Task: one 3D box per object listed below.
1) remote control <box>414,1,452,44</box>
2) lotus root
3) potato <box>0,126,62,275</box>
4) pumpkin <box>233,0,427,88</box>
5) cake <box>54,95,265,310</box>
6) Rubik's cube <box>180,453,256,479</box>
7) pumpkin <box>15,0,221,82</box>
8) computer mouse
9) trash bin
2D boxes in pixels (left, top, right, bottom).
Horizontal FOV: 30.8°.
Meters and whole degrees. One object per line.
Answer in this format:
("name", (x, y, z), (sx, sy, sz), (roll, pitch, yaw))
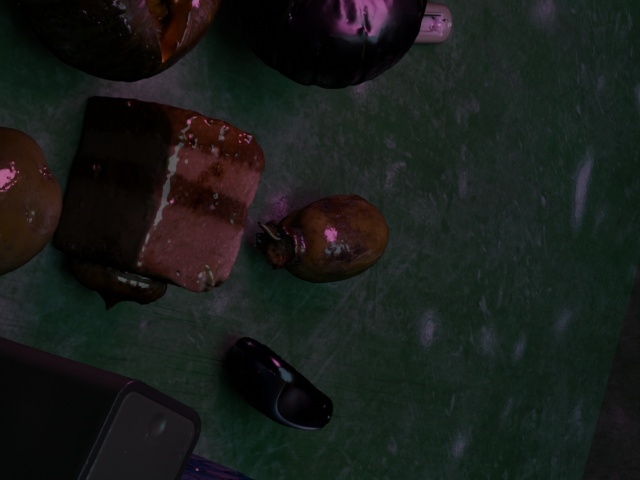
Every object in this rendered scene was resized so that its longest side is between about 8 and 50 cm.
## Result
("remote control", (0.174, -0.399, 2.128), (0.221, 0.042, 0.078), (-11, 110, -51))
("lotus root", (0.000, 0.002, 1.930), (0.278, 0.154, 0.154), (-8, 107, -48))
("potato", (-0.421, -0.030, 1.366), (0.251, 0.159, 0.174), (-32, 101, -34))
("pumpkin", (0.009, -0.348, 1.755), (0.296, 0.295, 0.296), (-20, 116, -48))
("cake", (-0.228, -0.037, 1.586), (0.196, 0.198, 0.293), (21, 85, -56))
("Rubik's cube", (-0.280, 0.421, 1.575), (0.292, 0.286, 0.293), (19, 85, -53))
("pumpkin", (-0.249, -0.360, 1.457), (0.320, 0.192, 0.321), (-25, 122, -47))
("computer mouse", (-0.071, 0.249, 1.927), (0.096, 0.137, 0.233), (-49, 133, -7))
("trash bin", (-0.346, 0.240, 1.387), (0.158, 0.343, 0.223), (41, 69, -52))
